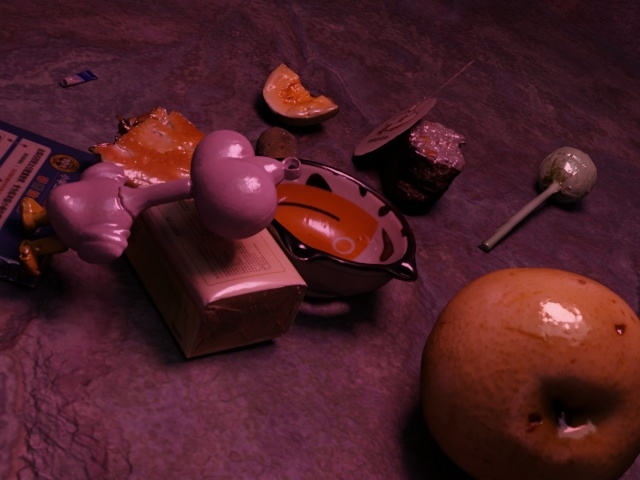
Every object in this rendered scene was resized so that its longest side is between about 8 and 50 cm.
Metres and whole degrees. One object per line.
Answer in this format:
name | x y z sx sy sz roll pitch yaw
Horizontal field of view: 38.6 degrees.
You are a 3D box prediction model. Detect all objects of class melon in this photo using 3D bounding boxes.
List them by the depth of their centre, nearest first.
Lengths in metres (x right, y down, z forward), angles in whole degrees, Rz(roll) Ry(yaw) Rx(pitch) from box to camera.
melon | -0.052 -0.261 1.761 0.128 0.079 0.160 -31 62 -32

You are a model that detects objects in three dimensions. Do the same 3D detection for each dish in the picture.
dish | 0.000 0.000 1.380 0.303 0.120 0.303 20 31 -12

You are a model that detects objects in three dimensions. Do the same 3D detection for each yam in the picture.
yam | -0.068 -0.130 1.541 0.078 0.078 0.179 15 24 -16

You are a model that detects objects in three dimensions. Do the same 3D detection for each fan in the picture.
fan | 0.187 -0.261 1.760 0.329 0.190 0.009 -40 104 -18

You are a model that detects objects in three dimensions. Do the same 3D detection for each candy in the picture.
candy | 0.430 -0.076 1.812 0.119 0.119 0.440 37 42 17

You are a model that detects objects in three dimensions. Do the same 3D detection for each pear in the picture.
pear | 0.274 0.176 1.180 0.309 0.309 0.309 17 34 -12

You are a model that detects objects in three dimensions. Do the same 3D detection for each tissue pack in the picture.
tissue pack | -0.151 0.029 1.240 0.159 0.125 0.234 -9 47 -36

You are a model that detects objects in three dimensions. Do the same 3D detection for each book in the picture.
book | -0.542 -0.105 1.244 0.427 0.039 0.300 21 34 -8

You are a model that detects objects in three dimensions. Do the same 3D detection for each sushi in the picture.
sushi | 0.190 -0.149 1.715 0.136 0.126 0.225 24 32 -2

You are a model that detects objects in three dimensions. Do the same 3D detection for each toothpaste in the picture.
toothpaste | -0.422 -0.284 1.595 0.024 0.015 0.083 40 30 8

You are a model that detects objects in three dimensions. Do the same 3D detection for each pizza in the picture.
pizza | -0.236 -0.122 1.429 0.289 0.081 0.229 4 47 -33

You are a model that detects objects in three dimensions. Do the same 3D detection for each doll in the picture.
doll | -0.201 -0.053 1.148 0.365 0.094 0.160 -11 49 -3
